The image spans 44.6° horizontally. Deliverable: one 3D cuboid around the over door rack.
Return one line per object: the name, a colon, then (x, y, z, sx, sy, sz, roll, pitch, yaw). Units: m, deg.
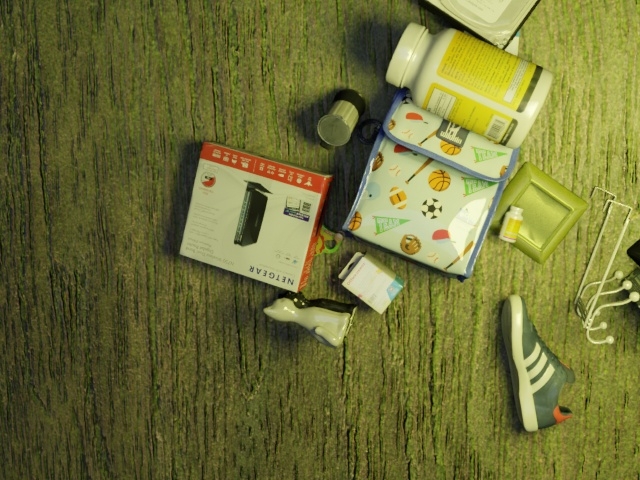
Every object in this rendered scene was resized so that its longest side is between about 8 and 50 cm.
over door rack: (0.664, 0.054, 1.787, 0.108, 0.239, 0.325, 7, 101, 10)

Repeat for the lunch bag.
lunch bag: (0.265, -0.138, 1.834, 0.327, 0.239, 0.386, 23, 87, 6)

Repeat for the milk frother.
milk frother: (0.077, -0.273, 1.885, 0.143, 0.135, 0.129, 18, 133, 9)

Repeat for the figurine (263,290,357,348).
figurine: (-0.029, 0.184, 1.944, 0.209, 0.215, 0.093, 18, 97, 8)

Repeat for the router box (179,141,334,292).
router box: (-0.163, -0.063, 1.971, 0.335, 0.082, 0.301, 17, 102, 13)

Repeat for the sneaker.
sneaker: (0.541, 0.291, 1.916, 0.148, 0.131, 0.350, -11, 103, 4)

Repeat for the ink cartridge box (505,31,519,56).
ink cartridge box: (0.393, -0.407, 1.838, 0.134, 0.078, 0.231, 3, 101, 9)

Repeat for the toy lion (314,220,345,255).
toy lion: (0.000, 0.000, 2.001, 0.100, 0.034, 0.096, 29, 110, 3)

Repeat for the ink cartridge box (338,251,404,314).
ink cartridge box: (0.127, 0.099, 1.963, 0.143, 0.090, 0.092, 38, 103, 3)

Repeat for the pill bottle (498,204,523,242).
pill bottle: (0.456, -0.040, 1.860, 0.043, 0.043, 0.083, 17, 103, 6)

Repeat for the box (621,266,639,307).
box: (0.789, 0.168, 1.789, 0.059, 0.232, 0.183, -44, 90, 16)

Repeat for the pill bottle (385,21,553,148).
pill bottle: (0.322, -0.351, 1.723, 0.333, 0.188, 0.188, 26, 103, 5)

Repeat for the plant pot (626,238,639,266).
plant pot: (0.853, 0.043, 1.791, 0.187, 0.167, 0.188, 45, 105, 0)

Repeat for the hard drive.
hard drive: (0.409, -0.620, 1.756, 0.236, 0.064, 0.339, 37, 90, 10)

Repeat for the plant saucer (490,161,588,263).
plant saucer: (0.521, -0.063, 1.892, 0.188, 0.045, 0.188, 36, 103, 3)
